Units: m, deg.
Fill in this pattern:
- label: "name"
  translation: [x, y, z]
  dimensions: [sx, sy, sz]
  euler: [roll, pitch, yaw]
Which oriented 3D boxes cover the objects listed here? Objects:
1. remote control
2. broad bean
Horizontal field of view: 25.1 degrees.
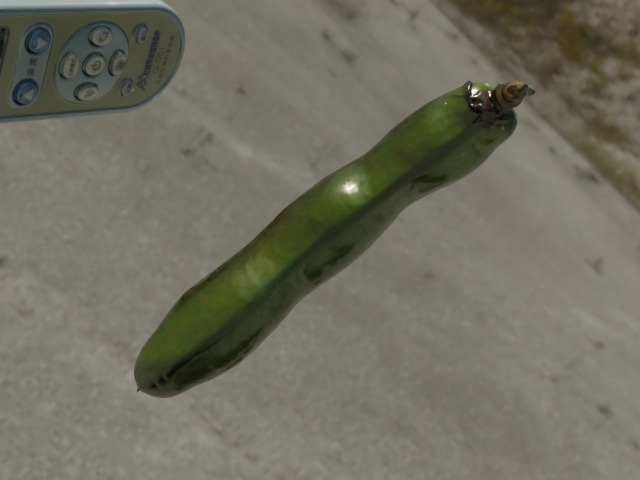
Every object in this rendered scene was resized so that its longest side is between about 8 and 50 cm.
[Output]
- label: "remote control"
  translation: [-0.189, -0.122, 0.934]
  dimensions: [0.244, 0.087, 0.047]
  euler: [-10, 42, -47]
- label: "broad bean"
  translation: [0.001, -0.002, 0.707]
  dimensions: [0.046, 0.254, 0.065]
  euler: [47, 16, -13]
